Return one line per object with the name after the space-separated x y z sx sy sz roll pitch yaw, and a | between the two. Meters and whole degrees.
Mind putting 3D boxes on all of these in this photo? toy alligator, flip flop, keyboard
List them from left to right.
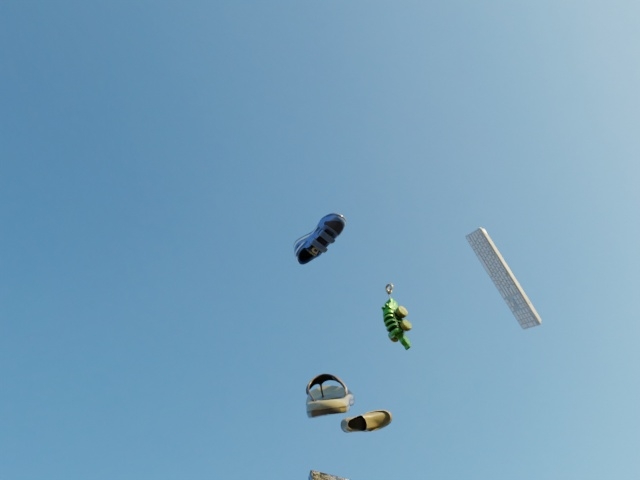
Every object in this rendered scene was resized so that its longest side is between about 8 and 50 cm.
0.011 0.325 1.415 0.112 0.277 0.080 -15 -99 2 | flip flop
0.165 0.171 1.546 0.051 0.190 0.056 19 -51 -33 | toy alligator
0.418 0.088 1.529 0.014 0.256 0.072 -27 -7 -29 | keyboard

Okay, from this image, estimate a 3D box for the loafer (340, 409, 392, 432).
0.130 0.504 1.836 0.147 0.050 0.056 -12 -100 -9 | loafer

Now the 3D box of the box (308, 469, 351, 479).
0.022 0.458 1.235 0.083 0.067 0.018 16 -86 -9 | box

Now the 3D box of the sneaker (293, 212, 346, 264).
0.000 0.000 1.378 0.053 0.059 0.144 37 -60 -20 | sneaker
